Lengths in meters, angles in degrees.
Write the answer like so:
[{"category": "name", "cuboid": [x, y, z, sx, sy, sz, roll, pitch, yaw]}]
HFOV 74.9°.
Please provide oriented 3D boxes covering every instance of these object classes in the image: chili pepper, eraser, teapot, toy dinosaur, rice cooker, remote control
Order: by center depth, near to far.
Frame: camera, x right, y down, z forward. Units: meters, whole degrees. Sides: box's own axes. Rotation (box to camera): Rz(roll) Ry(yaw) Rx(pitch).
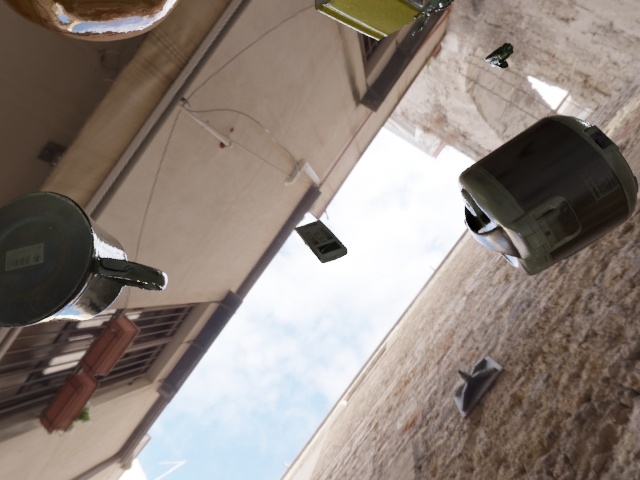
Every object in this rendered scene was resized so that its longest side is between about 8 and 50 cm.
[{"category": "teapot", "cuboid": [-0.320, 0.041, 0.546, 0.240, 0.149, 0.162, 2, -108, 8]}, {"category": "toy dinosaur", "cuboid": [0.249, -0.486, 0.815, 0.044, 0.106, 0.187, 48, -68, 12]}, {"category": "remote control", "cuboid": [0.000, 0.000, 0.882, 0.065, 0.166, 0.029, -19, -58, -15]}, {"category": "chili pepper", "cuboid": [0.390, -0.398, 0.920, 0.056, 0.118, 0.035, 8, -85, 18]}, {"category": "eraser", "cuboid": [0.114, -0.561, 0.975, 0.158, 0.226, 0.069, -1, -93, 49]}, {"category": "rice cooker", "cuboid": [0.521, -0.095, 1.015, 0.325, 0.335, 0.335, -34, -101, 10]}]

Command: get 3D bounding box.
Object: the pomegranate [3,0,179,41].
[{"category": "pomegranate", "cuboid": [-0.280, -0.359, 0.479, 0.229, 0.270, 0.252, -37, -74, -8]}]
